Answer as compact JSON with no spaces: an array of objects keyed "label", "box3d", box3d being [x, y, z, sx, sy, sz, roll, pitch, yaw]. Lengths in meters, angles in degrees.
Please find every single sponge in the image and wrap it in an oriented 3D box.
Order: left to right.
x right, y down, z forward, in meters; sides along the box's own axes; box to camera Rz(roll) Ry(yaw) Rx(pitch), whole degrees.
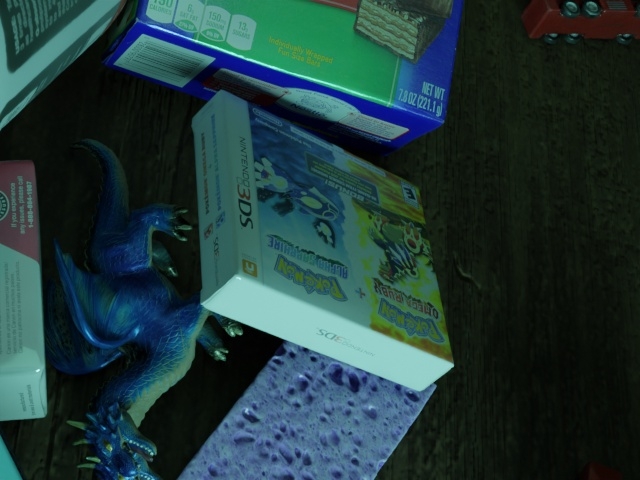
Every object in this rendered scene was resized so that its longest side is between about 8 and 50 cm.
[{"label":"sponge","box3d":[-0.014,0.150,0.991,0.117,0.031,0.210,37,55,2]}]

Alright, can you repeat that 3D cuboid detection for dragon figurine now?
[{"label":"dragon figurine","box3d":[-0.154,0.042,0.964,0.144,0.085,0.289,-20,72,-30]}]

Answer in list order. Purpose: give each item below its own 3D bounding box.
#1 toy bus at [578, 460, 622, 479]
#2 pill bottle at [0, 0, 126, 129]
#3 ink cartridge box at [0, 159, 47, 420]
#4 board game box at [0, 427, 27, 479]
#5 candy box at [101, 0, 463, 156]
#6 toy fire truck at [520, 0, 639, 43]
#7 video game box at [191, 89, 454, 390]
[{"label":"toy bus","box3d":[0.249,0.257,0.991,0.191,0.104,0.202,47,56,8]},{"label":"pill bottle","box3d":[-0.268,-0.155,0.858,0.210,0.210,0.363,31,31,-3]},{"label":"ink cartridge box","box3d":[-0.292,0.040,0.883,0.217,0.092,0.159,-3,62,-11]},{"label":"board game box","box3d":[-0.275,0.198,0.749,0.253,0.079,0.336,-28,85,-13]},{"label":"candy box","box3d":[-0.011,-0.264,1.112,0.268,0.122,0.317,16,73,-22]},{"label":"toy fire truck","box3d":[0.229,-0.259,1.316,0.192,0.047,0.135,-4,62,-25]},{"label":"video game box","box3d":[0.000,0.000,1.017,0.205,0.048,0.187,23,43,-32]}]
